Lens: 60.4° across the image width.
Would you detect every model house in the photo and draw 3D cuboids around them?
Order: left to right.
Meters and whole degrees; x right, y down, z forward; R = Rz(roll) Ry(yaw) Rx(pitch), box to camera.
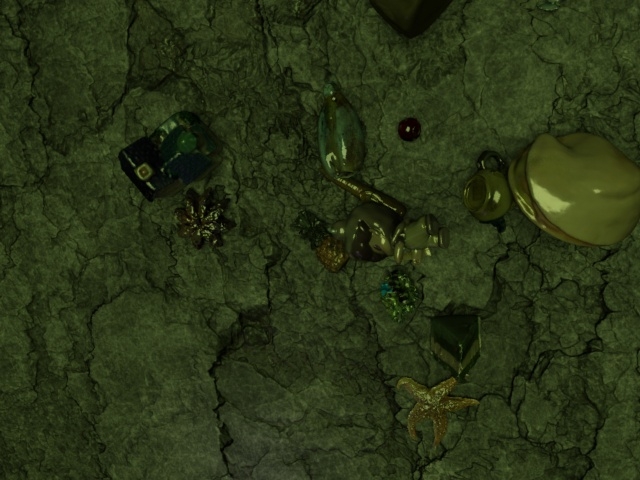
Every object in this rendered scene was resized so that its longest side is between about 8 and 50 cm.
[{"bbox_3d":[-0.527,-0.289,1.905,0.298,0.284,0.243,-38,96,14],"label":"model house"}]

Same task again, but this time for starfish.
[{"bbox_3d":[0.429,0.601,1.998,0.302,0.060,0.299,-30,91,13],"label":"starfish"}]

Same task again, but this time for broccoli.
[{"bbox_3d":[0.274,0.194,1.904,0.154,0.160,0.167,35,85,3],"label":"broccoli"}]

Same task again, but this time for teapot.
[{"bbox_3d":[0.575,-0.160,1.804,0.182,0.173,0.270,4,84,-23],"label":"teapot"}]

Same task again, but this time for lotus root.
[{"bbox_3d":[0.067,-0.371,1.860,0.158,0.140,0.322,-7,89,35],"label":"lotus root"}]

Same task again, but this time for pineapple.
[{"bbox_3d":[0.000,0.000,1.943,0.248,0.128,0.128,44,104,8],"label":"pineapple"}]

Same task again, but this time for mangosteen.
[{"bbox_3d":[0.297,-0.371,1.849,0.080,0.081,0.081,2,100,10],"label":"mangosteen"}]

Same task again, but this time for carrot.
[{"bbox_3d":[0.142,-0.170,1.913,0.342,0.070,0.070,29,103,5],"label":"carrot"}]

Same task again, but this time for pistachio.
[{"bbox_3d":[0.789,-0.162,1.691,0.445,0.281,0.365,20,68,-11],"label":"pistachio"}]

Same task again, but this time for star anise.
[{"bbox_3d":[-0.437,-0.078,2.011,0.223,0.109,0.236,-8,100,15],"label":"star anise"}]

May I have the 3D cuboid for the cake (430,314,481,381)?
[{"bbox_3d":[0.430,0.360,1.853,0.172,0.283,0.158,-1,100,27],"label":"cake"}]

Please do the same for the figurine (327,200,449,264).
[{"bbox_3d":[0.222,-0.025,1.770,0.380,0.248,0.203,1,84,44],"label":"figurine"}]

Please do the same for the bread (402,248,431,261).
[{"bbox_3d":[0.312,0.029,1.875,0.105,0.152,0.077,-28,93,8],"label":"bread"}]

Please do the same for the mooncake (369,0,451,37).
[{"bbox_3d":[0.302,-0.805,1.626,0.201,0.378,0.378,42,104,7],"label":"mooncake"}]

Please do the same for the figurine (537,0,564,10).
[{"bbox_3d":[0.723,-0.763,1.706,0.082,0.094,0.086,-15,132,-25],"label":"figurine"}]
